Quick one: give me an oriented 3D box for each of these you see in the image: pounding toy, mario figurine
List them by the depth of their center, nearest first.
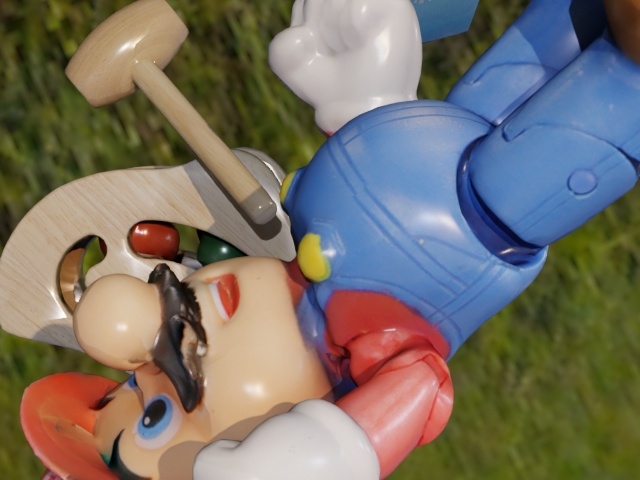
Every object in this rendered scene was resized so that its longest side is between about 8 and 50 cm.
[{"bbox_3d":[0.000,0.000,0.678,0.320,0.170,0.198,-48,170,11],"label":"mario figurine"},{"bbox_3d":[-0.074,0.031,0.947,0.154,0.269,0.155,-31,-179,5],"label":"pounding toy"}]

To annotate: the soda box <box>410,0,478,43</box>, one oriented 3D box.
[{"bbox_3d":[0.068,-0.197,1.239,0.071,0.067,0.210,-15,163,-11],"label":"soda box"}]
